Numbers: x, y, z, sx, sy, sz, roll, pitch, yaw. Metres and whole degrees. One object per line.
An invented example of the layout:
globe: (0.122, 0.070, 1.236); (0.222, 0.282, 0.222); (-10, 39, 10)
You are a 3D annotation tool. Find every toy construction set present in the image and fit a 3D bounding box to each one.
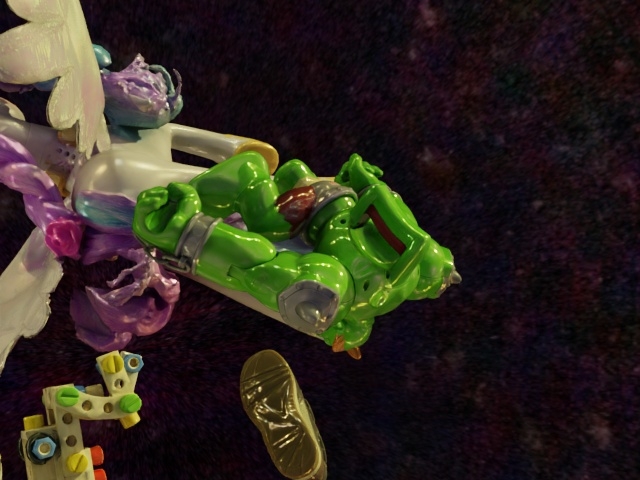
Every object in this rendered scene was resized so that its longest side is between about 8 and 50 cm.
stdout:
toy construction set: (-0.342, 0.340, 1.340); (0.215, 0.151, 0.328); (-7, 69, -33)

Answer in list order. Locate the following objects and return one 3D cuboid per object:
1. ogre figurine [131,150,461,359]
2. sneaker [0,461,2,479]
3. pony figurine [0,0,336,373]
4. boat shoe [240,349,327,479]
ogre figurine: (0.000, 0.000, 0.495); (0.118, 0.197, 0.097); (40, 102, 29)
sneaker: (-0.462, 0.430, 1.042); (0.145, 0.147, 0.385); (13, 51, -8)
pony figurine: (-0.147, -0.029, 0.624); (0.363, 0.351, 0.303); (16, 102, -22)
boat shoe: (-0.050, 0.247, 1.196); (0.080, 0.223, 0.073); (-29, 132, -2)
